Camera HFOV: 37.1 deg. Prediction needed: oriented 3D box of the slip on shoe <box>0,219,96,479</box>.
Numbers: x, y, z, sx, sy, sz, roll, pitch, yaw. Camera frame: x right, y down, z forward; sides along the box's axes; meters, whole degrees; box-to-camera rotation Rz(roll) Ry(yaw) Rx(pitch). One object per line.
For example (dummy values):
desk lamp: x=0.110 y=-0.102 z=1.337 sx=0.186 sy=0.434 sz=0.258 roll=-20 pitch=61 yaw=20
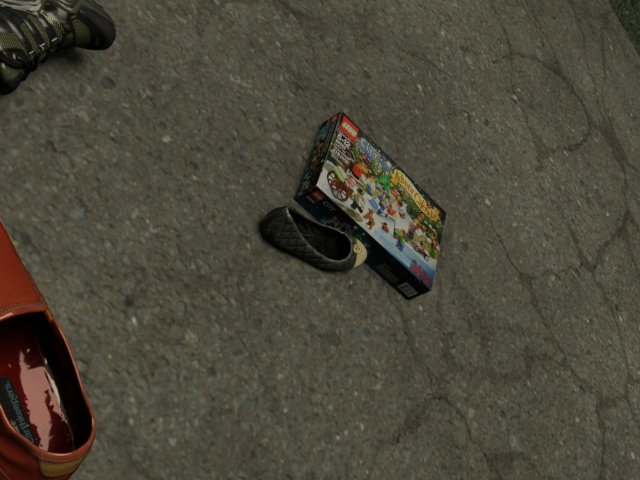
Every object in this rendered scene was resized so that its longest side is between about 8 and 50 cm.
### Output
slip on shoe: x=-0.283 y=0.059 z=0.821 sx=0.123 sy=0.101 sz=0.331 roll=-17 pitch=80 yaw=-49

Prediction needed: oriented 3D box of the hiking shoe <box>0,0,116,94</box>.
hiking shoe: x=-0.312 y=-0.199 z=0.973 sx=0.227 sy=0.086 sz=0.114 roll=-1 pitch=83 yaw=-42

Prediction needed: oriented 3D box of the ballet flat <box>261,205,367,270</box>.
ballet flat: x=0.000 y=0.000 z=1.211 sx=0.173 sy=0.049 sz=0.057 roll=19 pitch=56 yaw=-41

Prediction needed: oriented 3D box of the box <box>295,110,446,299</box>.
box: x=0.077 y=-0.048 z=1.330 sx=0.233 sy=0.044 sz=0.159 roll=41 pitch=43 yaw=-24
